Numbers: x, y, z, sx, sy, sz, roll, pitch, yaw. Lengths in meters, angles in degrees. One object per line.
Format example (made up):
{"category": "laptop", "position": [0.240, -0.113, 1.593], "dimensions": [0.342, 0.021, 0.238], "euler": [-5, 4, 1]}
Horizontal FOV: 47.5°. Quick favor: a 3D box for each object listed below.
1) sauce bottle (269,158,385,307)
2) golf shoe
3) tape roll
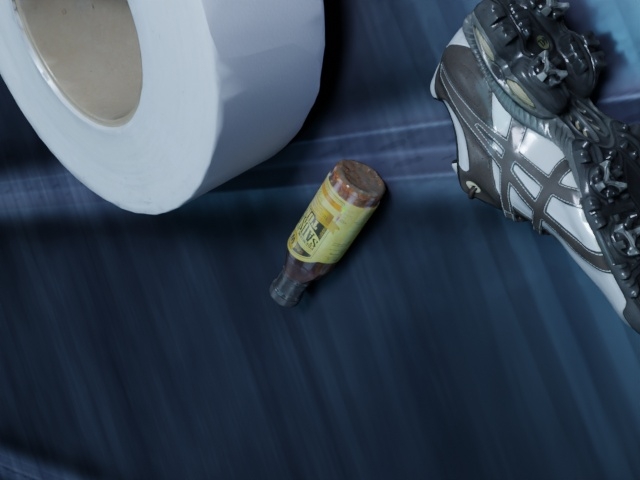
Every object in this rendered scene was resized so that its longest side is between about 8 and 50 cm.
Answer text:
{"category": "sauce bottle", "position": [0.000, 0.000, 0.524], "dimensions": [0.042, 0.042, 0.128], "euler": [47, 127, 20]}
{"category": "golf shoe", "position": [0.128, -0.034, 0.393], "dimensions": [0.094, 0.077, 0.198], "euler": [-39, 73, 56]}
{"category": "tape roll", "position": [-0.134, -0.165, 0.506], "dimensions": [0.286, 0.100, 0.286], "euler": [28, 135, 32]}
